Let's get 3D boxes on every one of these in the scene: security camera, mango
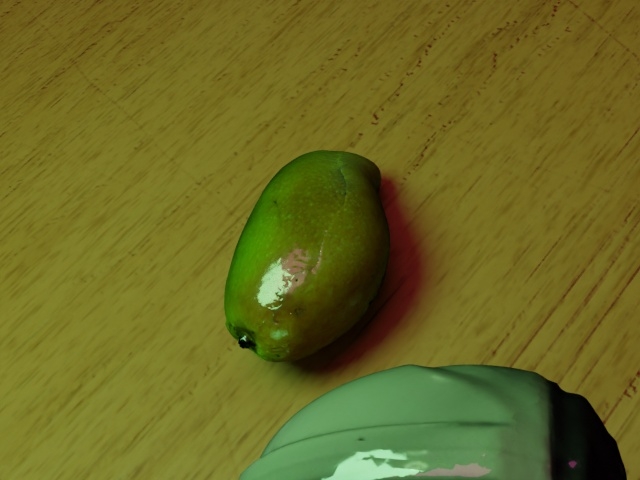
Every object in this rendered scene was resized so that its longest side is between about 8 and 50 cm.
[{"bbox_3d":[0.069,0.168,0.471,0.191,0.277,0.197,-3,49,18],"label":"security camera"},{"bbox_3d":[0.000,0.000,0.758,0.125,0.111,0.233,15,44,16],"label":"mango"}]
